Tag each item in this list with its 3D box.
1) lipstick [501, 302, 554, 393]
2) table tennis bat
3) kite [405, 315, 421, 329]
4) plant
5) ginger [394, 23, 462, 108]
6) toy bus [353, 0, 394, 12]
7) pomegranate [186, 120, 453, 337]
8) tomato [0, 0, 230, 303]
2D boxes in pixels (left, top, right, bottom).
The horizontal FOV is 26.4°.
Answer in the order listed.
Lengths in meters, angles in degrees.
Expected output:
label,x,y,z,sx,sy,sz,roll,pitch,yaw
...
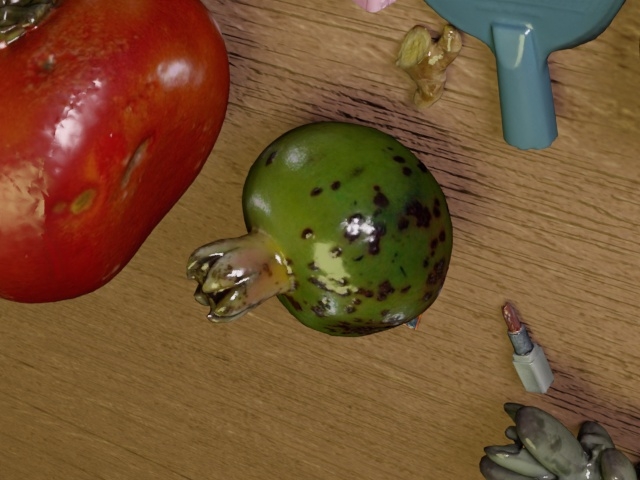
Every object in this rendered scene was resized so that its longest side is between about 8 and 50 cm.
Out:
label,x,y,z,sx,sy,sz,roll,pitch,yaw
lipstick,0.199,0.104,1.346,0.025,0.025,0.107,1,130,41
table tennis bat,0.133,-0.202,0.990,0.215,0.044,0.329,14,140,31
kite,0.059,0.039,1.402,0.190,0.010,0.159,-6,130,45
plant,0.292,0.250,1.348,0.274,0.149,0.146,29,132,4
ginger,0.084,-0.144,1.119,0.048,0.030,0.097,29,146,7
toy bus,-0.017,-0.253,1.008,0.203,0.063,0.090,38,152,18
pomegranate,0.000,0.000,1.197,0.202,0.248,0.202,48,154,32
tomato,-0.246,-0.106,1.193,0.293,0.325,0.290,17,143,20
